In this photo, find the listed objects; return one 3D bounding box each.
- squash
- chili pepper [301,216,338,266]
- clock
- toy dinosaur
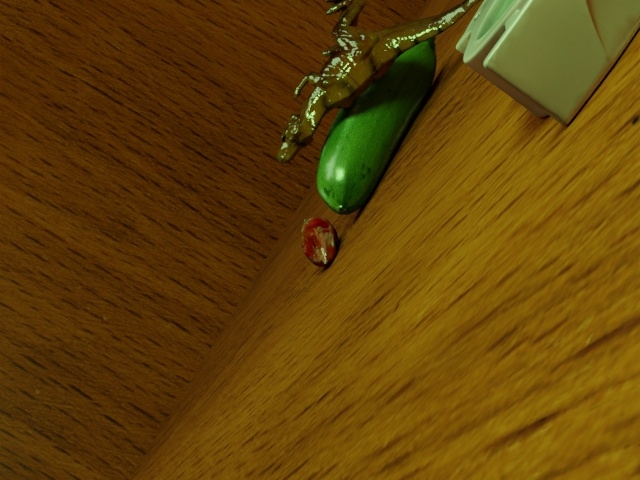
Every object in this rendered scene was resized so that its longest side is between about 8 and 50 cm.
[{"bbox_3d":[0.087,-0.192,1.745,0.395,0.107,0.107,-60,6,-33],"label":"squash"},{"bbox_3d":[0.001,0.000,1.675,0.059,0.050,0.191,-53,17,11],"label":"chili pepper"},{"bbox_3d":[0.218,-0.236,0.876,0.290,0.080,0.275,-55,5,7],"label":"clock"},{"bbox_3d":[0.073,-0.296,1.688,0.432,0.097,0.208,-42,38,12],"label":"toy dinosaur"}]
